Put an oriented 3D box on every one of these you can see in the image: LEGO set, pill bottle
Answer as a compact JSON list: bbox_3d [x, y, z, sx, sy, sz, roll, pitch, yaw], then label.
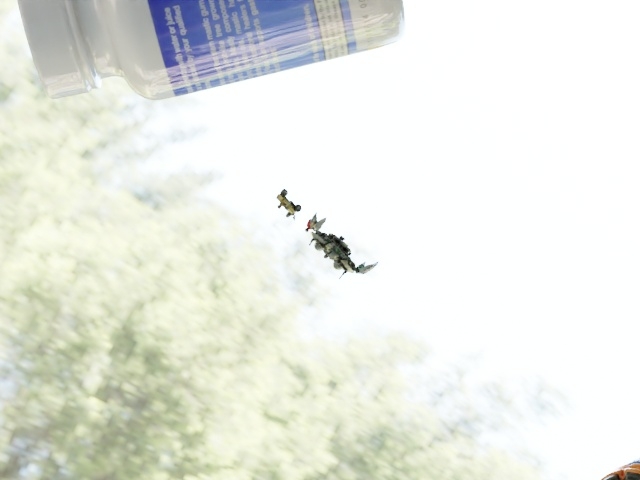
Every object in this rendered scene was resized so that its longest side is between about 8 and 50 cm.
[{"bbox_3d":[0.000,0.001,1.220,0.023,0.054,0.083,-49,-137,-10],"label":"LEGO set"},{"bbox_3d":[-0.083,-0.190,1.419,0.272,0.152,0.152,-13,-112,0],"label":"pill bottle"}]

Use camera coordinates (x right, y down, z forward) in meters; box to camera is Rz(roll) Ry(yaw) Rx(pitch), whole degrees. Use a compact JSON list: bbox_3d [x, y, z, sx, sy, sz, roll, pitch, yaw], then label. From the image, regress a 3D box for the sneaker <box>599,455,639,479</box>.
[{"bbox_3d":[0.264,0.248,1.377,0.083,0.087,0.221,1,-66,37],"label":"sneaker"}]
